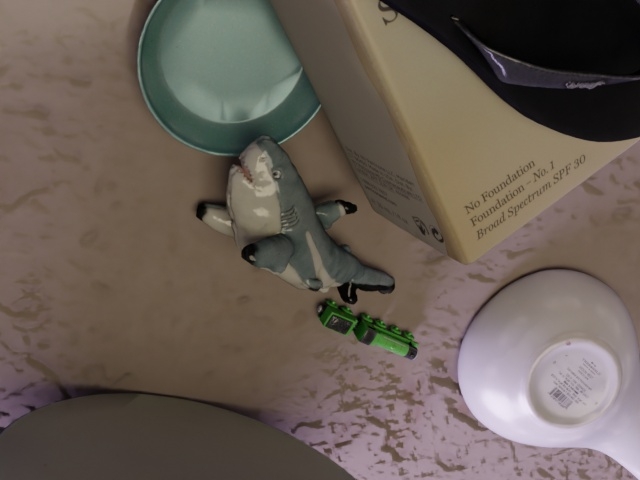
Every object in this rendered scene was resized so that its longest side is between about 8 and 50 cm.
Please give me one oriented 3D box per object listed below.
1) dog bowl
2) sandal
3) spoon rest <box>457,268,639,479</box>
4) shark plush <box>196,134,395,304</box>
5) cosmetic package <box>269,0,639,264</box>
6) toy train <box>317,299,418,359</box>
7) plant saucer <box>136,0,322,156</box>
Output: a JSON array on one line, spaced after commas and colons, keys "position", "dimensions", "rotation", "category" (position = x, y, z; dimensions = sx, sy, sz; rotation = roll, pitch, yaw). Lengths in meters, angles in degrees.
[{"position": [-0.082, 0.201, 0.660], "dimensions": [0.265, 0.265, 0.104], "rotation": [11, 109, -23], "category": "dog bowl"}, {"position": [0.107, -0.111, 0.548], "dimensions": [0.254, 0.054, 0.097], "rotation": [18, 99, -33], "category": "sandal"}, {"position": [0.214, 0.133, 0.846], "dimensions": [0.137, 0.084, 0.276], "rotation": [-44, 107, 4], "category": "spoon rest"}, {"position": [0.000, 0.000, 0.702], "dimensions": [0.161, 0.073, 0.067], "rotation": [35, 92, -29], "category": "shark plush"}, {"position": [0.056, -0.160, 0.602], "dimensions": [0.160, 0.113, 0.309], "rotation": [-37, 123, -12], "category": "cosmetic package"}, {"position": [0.034, 0.063, 0.769], "dimensions": [0.083, 0.023, 0.017], "rotation": [24, 106, -26], "category": "toy train"}, {"position": [-0.049, -0.108, 0.658], "dimensions": [0.119, 0.021, 0.119], "rotation": [-8, 118, -15], "category": "plant saucer"}]
